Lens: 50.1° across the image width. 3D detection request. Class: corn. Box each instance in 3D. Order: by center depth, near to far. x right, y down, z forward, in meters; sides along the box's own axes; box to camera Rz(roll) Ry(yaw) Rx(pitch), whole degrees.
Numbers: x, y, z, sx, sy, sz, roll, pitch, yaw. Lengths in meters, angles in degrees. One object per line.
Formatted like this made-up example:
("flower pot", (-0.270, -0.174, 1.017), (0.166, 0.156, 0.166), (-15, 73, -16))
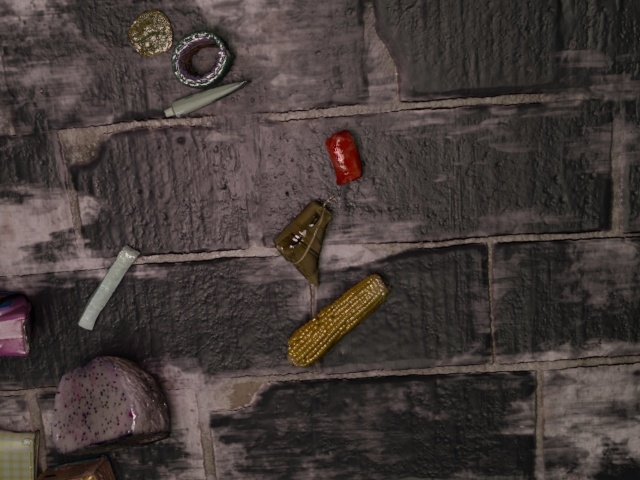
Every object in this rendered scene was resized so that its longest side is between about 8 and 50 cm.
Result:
("corn", (0.039, 0.201, 1.694), (0.319, 0.097, 0.097), (-40, 99, 7))

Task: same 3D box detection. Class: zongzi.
("zongzi", (0.000, 0.000, 1.671), (0.189, 0.081, 0.178), (-45, 120, -4))

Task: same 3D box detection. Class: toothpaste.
("toothpaste", (-0.265, -0.333, 1.599), (0.218, 0.064, 0.041), (-18, 97, 9))

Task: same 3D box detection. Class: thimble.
("thimble", (-0.270, -0.411, 1.561), (0.135, 0.090, 0.118), (-39, 99, 8))

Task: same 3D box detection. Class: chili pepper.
("chili pepper", (0.055, -0.196, 1.615), (0.073, 0.070, 0.123), (-14, 105, 21))

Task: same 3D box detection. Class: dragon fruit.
("dragon fruit", (-0.506, 0.408, 1.708), (0.282, 0.204, 0.221), (-22, 73, 22))

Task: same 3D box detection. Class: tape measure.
("tape measure", (-0.807, 0.213, 1.637), (0.231, 0.245, 0.150), (-6, 102, -14))

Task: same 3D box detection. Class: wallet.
("wallet", (-0.910, 0.594, 1.818), (0.309, 0.077, 0.224), (6, 99, -1))

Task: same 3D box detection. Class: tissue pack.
("tissue pack", (-0.624, 0.723, 1.803), (0.192, 0.134, 0.271), (-15, 102, 6))

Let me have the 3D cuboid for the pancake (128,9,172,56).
("pancake", (-0.394, -0.480, 1.587), (0.107, 0.017, 0.108), (1, 101, 4))

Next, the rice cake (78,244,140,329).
("rice cake", (-0.533, 0.118, 1.712), (0.045, 0.042, 0.245), (32, 103, -17))
